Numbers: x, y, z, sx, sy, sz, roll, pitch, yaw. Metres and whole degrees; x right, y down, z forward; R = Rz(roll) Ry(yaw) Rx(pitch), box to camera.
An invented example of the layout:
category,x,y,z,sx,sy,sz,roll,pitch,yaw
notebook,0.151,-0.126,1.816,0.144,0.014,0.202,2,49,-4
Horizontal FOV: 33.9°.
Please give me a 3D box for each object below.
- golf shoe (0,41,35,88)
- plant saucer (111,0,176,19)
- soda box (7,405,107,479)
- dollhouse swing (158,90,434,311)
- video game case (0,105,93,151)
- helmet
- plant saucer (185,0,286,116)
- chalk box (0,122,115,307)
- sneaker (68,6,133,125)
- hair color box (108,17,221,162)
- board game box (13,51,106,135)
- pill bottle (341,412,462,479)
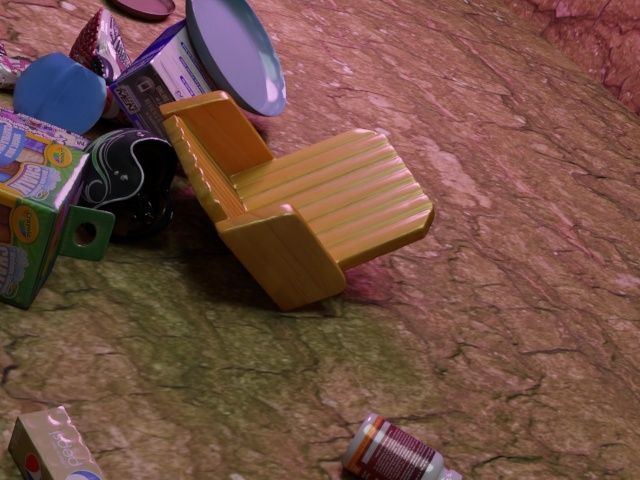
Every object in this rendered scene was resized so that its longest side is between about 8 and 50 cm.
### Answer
category,x,y,z,sx,sy,sz,roll,pitch,yaw
golf shoe,-0.566,-0.300,1.909,0.186,0.067,0.086,27,62,-7
plant saucer,-0.418,-0.554,2.425,0.168,0.029,0.168,18,30,-11
soda box,-0.293,0.278,1.211,0.061,0.058,0.181,-6,43,-41
dollhouse swing,-0.030,-0.119,1.733,0.315,0.305,0.347,54,5,-46
video game case,-0.509,-0.143,1.716,0.232,0.042,0.210,20,32,-8
helmet,-0.309,-0.095,1.659,0.169,0.169,0.161,9,55,-26
plant saucer,-0.172,-0.380,2.069,0.317,0.044,0.317,47,30,-37
chalk box,-0.440,-0.040,1.474,0.289,0.180,0.179,20,31,-7
sneaker,-0.408,-0.327,2.013,0.112,0.121,0.299,22,38,-37
hair color box,-0.257,-0.295,1.990,0.185,0.110,0.339,58,23,-19
board game box,-0.461,-0.255,1.880,0.169,0.133,0.033,32,-9,9
pill bottle,0.111,0.308,1.428,0.152,0.086,0.086,30,31,9
